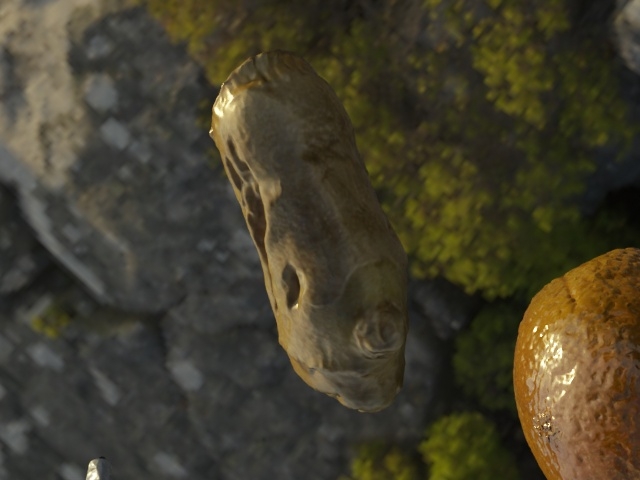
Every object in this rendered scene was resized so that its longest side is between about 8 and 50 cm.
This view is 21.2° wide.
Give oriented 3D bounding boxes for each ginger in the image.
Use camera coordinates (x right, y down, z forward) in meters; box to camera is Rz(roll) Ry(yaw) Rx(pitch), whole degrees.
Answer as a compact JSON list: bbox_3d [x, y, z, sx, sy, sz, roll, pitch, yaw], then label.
[{"bbox_3d":[0.000,0.000,1.484,0.354,0.126,0.190,69,167,-19],"label":"ginger"}]

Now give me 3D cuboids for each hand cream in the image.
[{"bbox_3d":[-0.180,0.211,1.362,0.019,0.093,0.030,33,130,-27],"label":"hand cream"}]

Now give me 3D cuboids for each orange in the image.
[{"bbox_3d":[0.388,0.175,1.965,0.357,0.322,0.322,56,150,29],"label":"orange"}]
